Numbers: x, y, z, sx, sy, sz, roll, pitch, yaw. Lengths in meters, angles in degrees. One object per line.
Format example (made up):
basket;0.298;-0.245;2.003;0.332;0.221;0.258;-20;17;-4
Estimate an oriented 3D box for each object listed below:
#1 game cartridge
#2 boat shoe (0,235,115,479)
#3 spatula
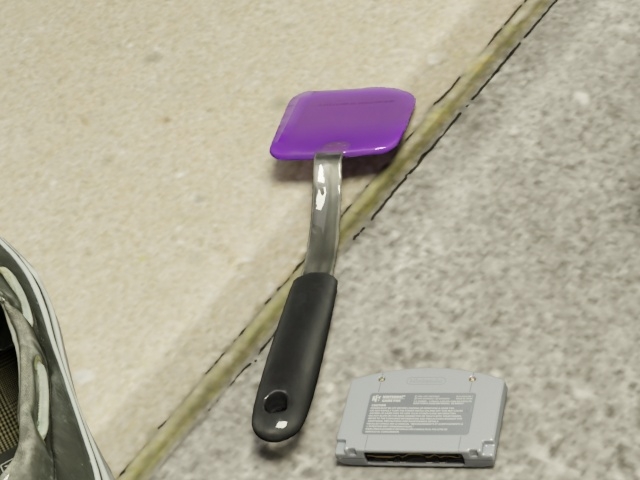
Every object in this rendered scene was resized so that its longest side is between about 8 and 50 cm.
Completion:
game cartridge;0.052;0.090;0.906;0.083;0.017;0.056;-1;49;19
boat shoe;-0.196;0.054;0.957;0.121;0.119;0.335;-32;44;-12
spatula;0.000;0.000;1.005;0.084;0.030;0.296;-3;45;14
